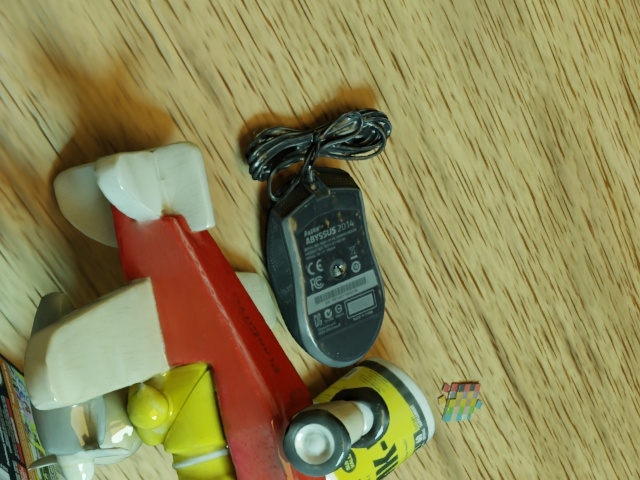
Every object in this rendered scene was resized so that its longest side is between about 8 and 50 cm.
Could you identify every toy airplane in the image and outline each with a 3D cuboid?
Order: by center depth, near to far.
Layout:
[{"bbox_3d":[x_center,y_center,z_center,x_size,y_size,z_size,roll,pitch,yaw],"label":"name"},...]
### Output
[{"bbox_3d":[-0.148,0.099,1.612,0.272,0.384,0.386,-35,129,20],"label":"toy airplane"}]

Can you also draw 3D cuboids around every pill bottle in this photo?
[{"bbox_3d":[0.016,0.232,1.926,0.208,0.119,0.119,-36,129,-26],"label":"pill bottle"}]

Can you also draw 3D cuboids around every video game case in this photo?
[{"bbox_3d":[-0.264,0.218,1.539,0.035,0.275,0.248,-27,144,7],"label":"video game case"}]

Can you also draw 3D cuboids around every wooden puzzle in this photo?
[{"bbox_3d":[0.173,0.199,2.136,0.083,0.006,0.049,2,106,-43],"label":"wooden puzzle"}]

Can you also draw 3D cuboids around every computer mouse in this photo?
[{"bbox_3d":[0.000,0.000,1.852,0.188,0.072,0.272,-17,106,-35],"label":"computer mouse"}]
